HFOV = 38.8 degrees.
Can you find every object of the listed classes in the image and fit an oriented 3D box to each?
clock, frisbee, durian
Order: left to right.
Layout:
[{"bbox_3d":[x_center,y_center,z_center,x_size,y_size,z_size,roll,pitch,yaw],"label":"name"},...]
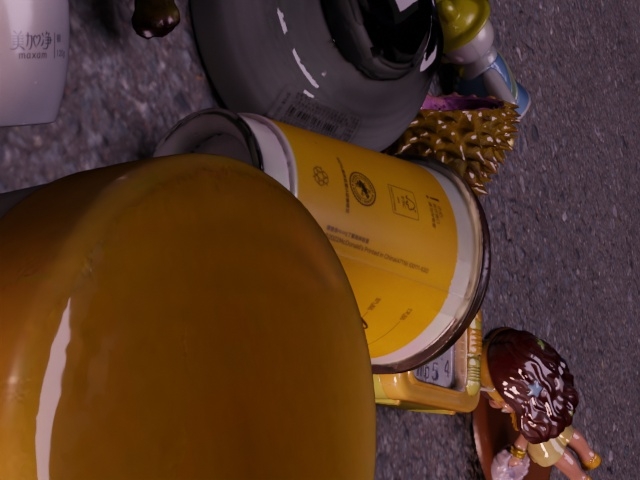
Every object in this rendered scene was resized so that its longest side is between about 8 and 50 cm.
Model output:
[{"bbox_3d":[0.091,0.100,0.926,0.202,0.096,0.144,23,68,-55],"label":"clock"},{"bbox_3d":[0.141,-0.095,1.039,0.260,0.153,0.187,-33,137,-48],"label":"durian"},{"bbox_3d":[0.270,0.243,1.248,0.250,0.021,0.251,18,67,-50],"label":"frisbee"}]

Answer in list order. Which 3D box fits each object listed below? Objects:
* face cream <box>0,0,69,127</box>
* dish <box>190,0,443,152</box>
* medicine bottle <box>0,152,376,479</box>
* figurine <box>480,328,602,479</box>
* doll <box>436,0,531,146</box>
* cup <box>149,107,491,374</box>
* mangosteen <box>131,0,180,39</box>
[{"bbox_3d":[-0.186,-0.111,0.510,0.091,0.091,0.095,-19,108,-58],"label":"face cream"},{"bbox_3d":[0.036,-0.205,0.789,0.273,0.133,0.274,4,84,-44],"label":"dish"},{"bbox_3d":[-0.124,0.091,0.437,0.238,0.231,0.238,16,70,-56],"label":"medicine bottle"},{"bbox_3d":[0.268,0.215,1.134,0.240,0.115,0.175,59,41,-26],"label":"figurine"},{"bbox_3d":[0.200,-0.225,1.167,0.241,0.098,0.135,51,42,-38],"label":"doll"},{"bbox_3d":[0.000,0.000,0.722,0.279,0.196,0.197,17,69,-47],"label":"cup"},{"bbox_3d":[-0.096,-0.258,0.607,0.211,0.211,0.250,-22,133,-58],"label":"mangosteen"}]
